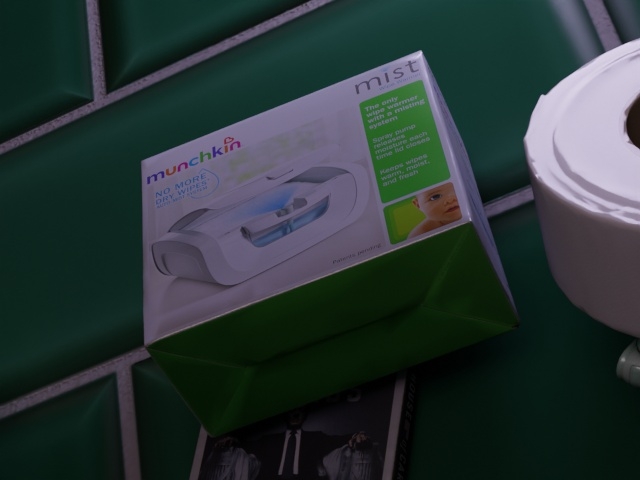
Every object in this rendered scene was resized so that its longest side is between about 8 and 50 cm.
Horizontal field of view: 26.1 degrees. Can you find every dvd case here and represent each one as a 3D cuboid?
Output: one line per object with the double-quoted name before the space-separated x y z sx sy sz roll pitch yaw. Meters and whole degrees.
"dvd case" -0.015 0.162 1.090 0.179 0.029 0.239 -6 56 25

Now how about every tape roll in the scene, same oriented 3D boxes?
"tape roll" 0.288 -0.050 0.965 0.286 0.100 0.286 -13 33 8

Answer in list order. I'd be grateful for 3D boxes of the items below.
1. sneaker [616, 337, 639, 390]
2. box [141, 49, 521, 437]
"sneaker" 0.273 0.125 0.912 0.151 0.094 0.256 -4 46 20
"box" 0.000 0.000 1.107 0.261 0.127 0.231 -20 41 10
